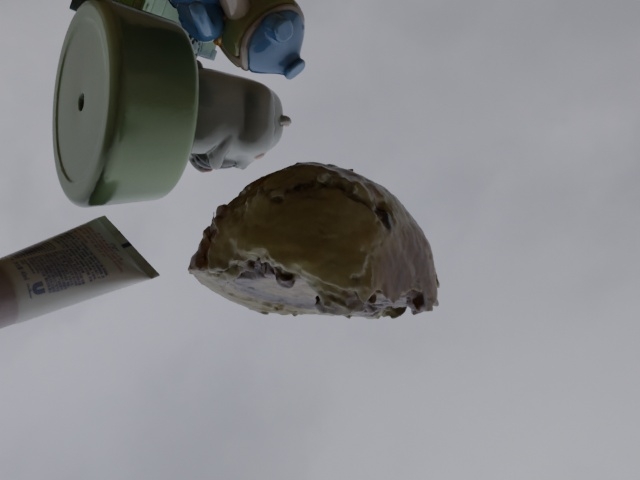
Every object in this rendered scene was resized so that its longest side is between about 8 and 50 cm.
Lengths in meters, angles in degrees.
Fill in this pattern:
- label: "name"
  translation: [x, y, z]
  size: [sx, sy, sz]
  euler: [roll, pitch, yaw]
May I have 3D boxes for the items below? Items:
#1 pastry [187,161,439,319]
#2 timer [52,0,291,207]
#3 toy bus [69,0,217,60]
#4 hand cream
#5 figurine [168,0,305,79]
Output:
- label: "pastry"
  translation: [-0.002, 0.001, 1.135]
  size: [0.237, 0.256, 0.170]
  euler: [3, -99, 32]
- label: "timer"
  translation: [-0.198, -0.181, 1.506]
  size: [0.315, 0.290, 0.291]
  euler: [4, -152, -30]
- label: "toy bus"
  translation: [-0.286, -0.436, 1.858]
  size: [0.152, 0.190, 0.312]
  euler: [23, -172, 19]
- label: "hand cream"
  translation: [-0.350, 0.041, 1.376]
  size: [0.248, 0.083, 0.133]
  euler: [-21, -122, -40]
- label: "figurine"
  translation: [-0.120, -0.328, 1.345]
  size: [0.154, 0.180, 0.262]
  euler: [-47, -108, 13]
